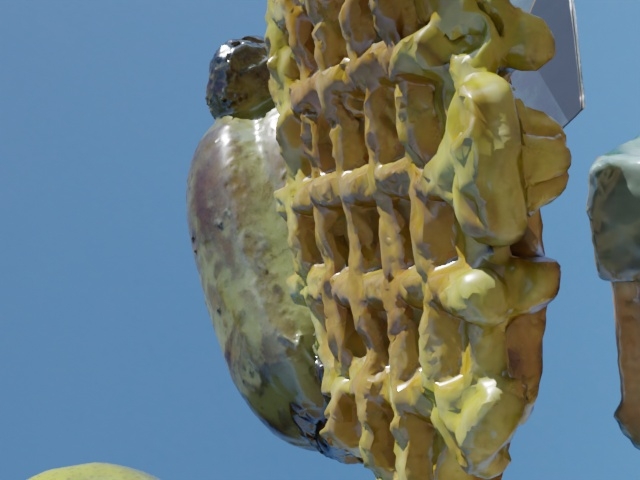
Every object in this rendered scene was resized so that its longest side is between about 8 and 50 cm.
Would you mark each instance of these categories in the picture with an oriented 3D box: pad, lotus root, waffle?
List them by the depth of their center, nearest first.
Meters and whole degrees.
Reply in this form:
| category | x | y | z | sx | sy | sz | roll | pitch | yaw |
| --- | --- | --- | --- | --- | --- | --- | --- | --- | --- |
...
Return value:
| category | x | y | z | sx | sy | sz | roll | pitch | yaw |
| --- | --- | --- | --- | --- | --- | --- | --- | --- | --- |
| waffle | 0.033 | -0.038 | 0.704 | 0.068 | 0.325 | 0.302 | -8 | -45 | -18 |
| lotus root | 0.000 | 0.000 | 1.046 | 0.173 | 0.173 | 0.309 | 13 | -128 | -51 |
| pad | 0.165 | -0.160 | 1.329 | 0.004 | 0.163 | 0.243 | 19 | -130 | -24 |

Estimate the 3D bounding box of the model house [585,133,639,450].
| category | x | y | z | sx | sy | sz | roll | pitch | yaw |
| --- | --- | --- | --- | --- | --- | --- | --- | --- | --- |
| model house | 0.312 | 0.082 | 1.071 | 0.267 | 0.194 | 0.324 | -25 | -65 | -64 |

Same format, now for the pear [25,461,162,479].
| category | x | y | z | sx | sy | sz | roll | pitch | yaw |
| --- | --- | --- | --- | --- | --- | --- | --- | --- | --- |
| pear | -0.158 | 0.243 | 1.058 | 0.198 | 0.198 | 0.198 | -13 | -73 | -49 |
